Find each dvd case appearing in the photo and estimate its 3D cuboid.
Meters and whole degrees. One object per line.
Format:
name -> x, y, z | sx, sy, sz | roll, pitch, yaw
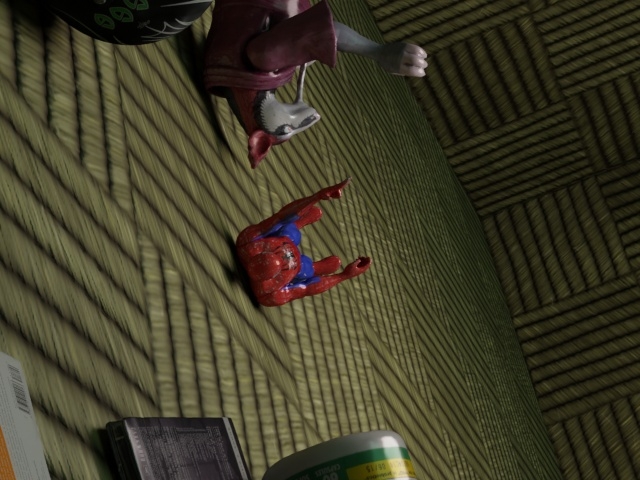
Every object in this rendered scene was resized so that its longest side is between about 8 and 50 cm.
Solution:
dvd case -> -0.075, 0.198, 0.957 | 0.221, 0.018, 0.164 | 25, 45, -74

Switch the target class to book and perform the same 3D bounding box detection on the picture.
book -> -0.175, 0.083, 0.674 | 0.144, 0.035, 0.096 | 47, 21, -63

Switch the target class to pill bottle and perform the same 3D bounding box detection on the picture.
pill bottle -> 0.037, 0.255, 1.042 | 0.117, 0.118, 0.208 | 41, 29, -67

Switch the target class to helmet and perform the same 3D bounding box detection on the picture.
helmet -> -0.145, -0.230, 1.068 | 0.161, 0.169, 0.169 | 16, 51, -56

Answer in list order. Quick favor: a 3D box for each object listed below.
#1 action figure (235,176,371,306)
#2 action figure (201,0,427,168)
action figure -> 0.000, 0.000, 1.402 | 0.091, 0.139, 0.280 | 67, 14, -1
action figure -> -0.058, -0.258, 1.456 | 0.276, 0.248, 0.370 | 17, 72, -34
